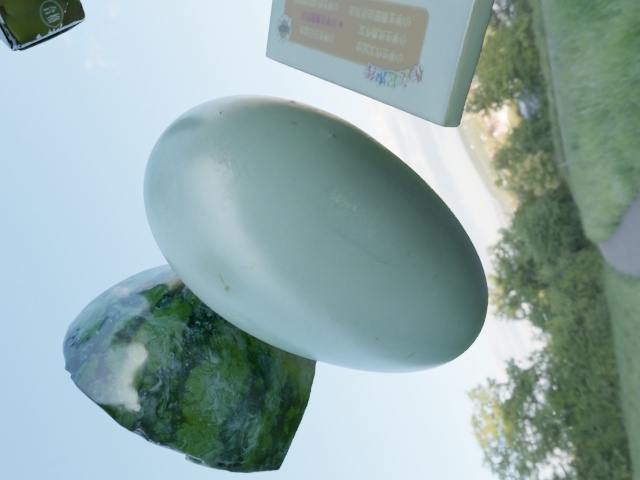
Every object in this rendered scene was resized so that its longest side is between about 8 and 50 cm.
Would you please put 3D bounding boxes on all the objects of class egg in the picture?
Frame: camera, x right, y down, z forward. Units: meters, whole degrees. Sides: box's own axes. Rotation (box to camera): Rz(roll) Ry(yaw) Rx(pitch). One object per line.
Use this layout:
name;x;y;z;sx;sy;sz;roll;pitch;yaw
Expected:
egg;0.000;0.000;0.533;0.370;0.230;0.230;31;-156;-2

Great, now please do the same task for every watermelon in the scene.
watermelon;-0.160;0.143;0.638;0.305;0.180;0.224;25;-130;-7

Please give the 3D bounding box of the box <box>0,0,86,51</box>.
box;-0.511;-0.531;0.694;0.373;0.138;0.420;46;156;15

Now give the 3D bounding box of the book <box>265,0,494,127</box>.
book;0.039;-0.236;0.300;0.020;0.296;0.208;-8;-149;-34
